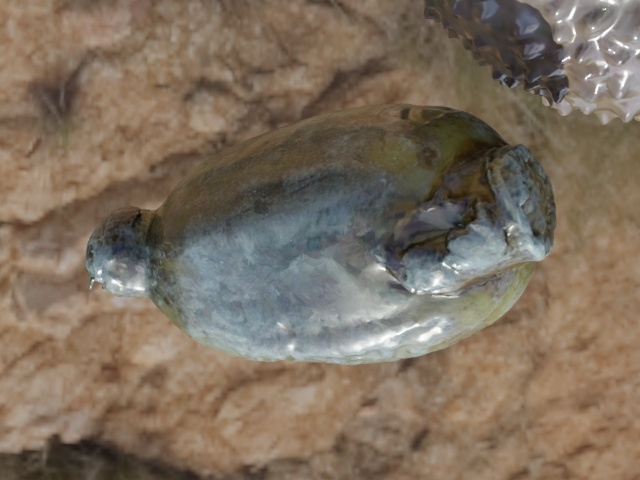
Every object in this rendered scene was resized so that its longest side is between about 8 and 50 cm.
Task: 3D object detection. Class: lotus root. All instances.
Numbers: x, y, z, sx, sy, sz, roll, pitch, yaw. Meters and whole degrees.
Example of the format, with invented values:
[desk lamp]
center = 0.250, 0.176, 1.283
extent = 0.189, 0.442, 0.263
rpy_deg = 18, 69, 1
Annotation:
[lotus root]
center = 0.001, 0.000, 0.943
extent = 0.349, 0.175, 0.175
rpy_deg = -6, 140, 29

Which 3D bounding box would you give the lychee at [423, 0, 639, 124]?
[lychee]
center = 0.224, -0.268, 0.924
extent = 0.380, 0.432, 0.380
rpy_deg = 0, 101, 1
